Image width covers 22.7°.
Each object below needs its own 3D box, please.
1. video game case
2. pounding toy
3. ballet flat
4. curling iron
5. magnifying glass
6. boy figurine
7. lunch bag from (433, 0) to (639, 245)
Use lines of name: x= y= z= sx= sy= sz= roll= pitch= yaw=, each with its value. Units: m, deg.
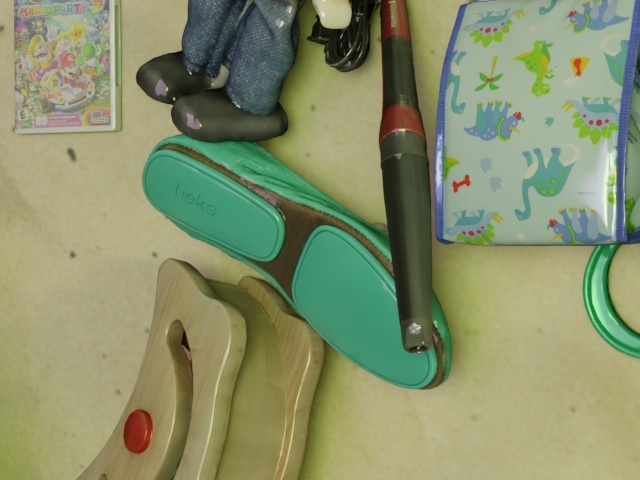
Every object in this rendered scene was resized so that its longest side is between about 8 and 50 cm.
video game case: x=-0.183 y=-0.138 z=1.151 sx=0.087 sy=0.011 sz=0.122 roll=0 pitch=91 yaw=25
pounding toy: x=-0.062 y=0.158 z=1.069 sx=0.154 sy=0.155 sz=0.269 roll=7 pitch=84 yaw=53
ballet flat: x=0.000 y=0.000 z=1.025 sx=0.247 sy=0.087 sz=0.083 roll=35 pitch=125 yaw=19
curling iron: x=0.042 y=-0.054 z=0.983 sx=0.068 sy=0.035 sz=0.274 roll=-33 pitch=54 yaw=34
magnifying glass: x=0.259 y=-0.007 z=0.941 sx=0.231 sy=0.026 sz=0.092 roll=-33 pitch=77 yaw=24
boy figurine: x=-0.029 y=-0.197 z=0.978 sx=0.177 sy=0.092 sz=0.285 roll=50 pitch=135 yaw=37
lunch bag: x=0.140 y=-0.072 z=0.947 sx=0.129 sy=0.096 sz=0.151 roll=-1 pitch=91 yaw=33
